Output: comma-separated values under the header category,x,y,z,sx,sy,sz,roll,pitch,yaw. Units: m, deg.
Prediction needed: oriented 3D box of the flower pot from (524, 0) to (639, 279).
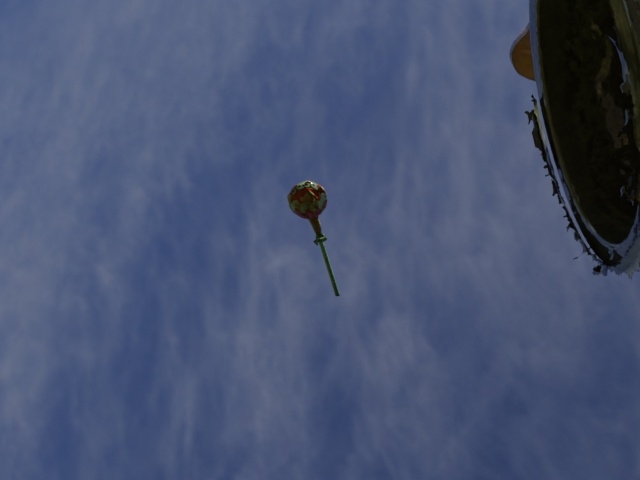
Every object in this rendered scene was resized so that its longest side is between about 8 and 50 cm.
category,x,y,z,sx,sy,sz,roll,pitch,yaw
flower pot,0.300,-0.129,0.776,0.259,0.290,0.290,-10,-102,-1

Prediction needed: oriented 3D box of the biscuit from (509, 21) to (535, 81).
category,x,y,z,sx,sy,sz,roll,pitch,yaw
biscuit,0.283,-0.330,1.114,0.216,0.047,0.339,-1,-74,8

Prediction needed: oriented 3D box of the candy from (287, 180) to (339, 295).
category,x,y,z,sx,sy,sz,roll,pitch,yaw
candy,0.000,0.000,1.512,0.055,0.049,0.184,-14,-68,8
